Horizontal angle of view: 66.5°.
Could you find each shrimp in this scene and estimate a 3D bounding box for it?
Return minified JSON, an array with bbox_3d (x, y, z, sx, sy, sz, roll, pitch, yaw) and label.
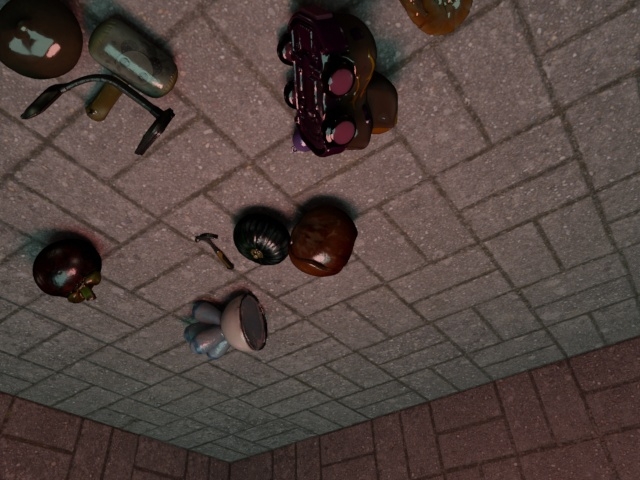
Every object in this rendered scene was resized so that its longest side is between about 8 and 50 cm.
[{"bbox_3d":[0.231,-0.566,1.055,0.152,0.063,0.287,-34,134,27],"label":"shrimp"}]

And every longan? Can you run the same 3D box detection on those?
[{"bbox_3d":[-0.608,-0.438,1.055,0.189,0.189,0.189,-2,139,-2],"label":"longan"}]

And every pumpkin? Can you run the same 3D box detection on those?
[{"bbox_3d":[-0.192,0.002,1.604,0.201,0.140,0.202,12,147,8],"label":"pumpkin"}]

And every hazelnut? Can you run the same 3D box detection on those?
[{"bbox_3d":[0.000,0.000,1.583,0.217,0.234,0.218,22,172,3],"label":"hazelnut"}]

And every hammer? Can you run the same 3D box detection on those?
[{"bbox_3d":[-0.361,0.042,1.737,0.078,0.021,0.201,-17,138,14],"label":"hammer"},{"bbox_3d":[-0.500,-0.383,1.192,0.305,0.113,0.201,-28,131,36],"label":"hammer"}]

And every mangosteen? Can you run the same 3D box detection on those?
[{"bbox_3d":[-0.838,0.107,1.625,0.215,0.216,0.216,-2,139,-2],"label":"mangosteen"}]

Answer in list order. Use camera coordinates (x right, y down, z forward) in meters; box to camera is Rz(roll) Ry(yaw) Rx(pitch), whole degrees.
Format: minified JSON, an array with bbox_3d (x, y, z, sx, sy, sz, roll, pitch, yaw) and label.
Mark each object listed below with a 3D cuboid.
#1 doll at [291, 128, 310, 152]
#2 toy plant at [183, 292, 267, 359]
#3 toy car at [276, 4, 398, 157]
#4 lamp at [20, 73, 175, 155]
[{"bbox_3d":[-0.005,-0.311,1.332,0.206,0.067,0.110,-39,115,20],"label":"doll"},{"bbox_3d":[-0.402,0.354,1.947,0.332,0.247,0.247,-15,138,16],"label":"toy plant"},{"bbox_3d":[0.058,-0.370,1.145,0.240,0.271,0.341,-19,133,-18],"label":"toy car"},{"bbox_3d":[-0.489,-0.282,1.085,0.283,0.203,0.125,24,126,-17],"label":"lamp"}]
